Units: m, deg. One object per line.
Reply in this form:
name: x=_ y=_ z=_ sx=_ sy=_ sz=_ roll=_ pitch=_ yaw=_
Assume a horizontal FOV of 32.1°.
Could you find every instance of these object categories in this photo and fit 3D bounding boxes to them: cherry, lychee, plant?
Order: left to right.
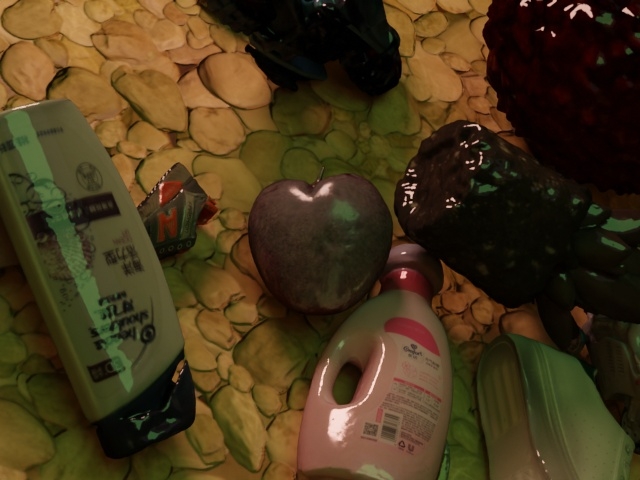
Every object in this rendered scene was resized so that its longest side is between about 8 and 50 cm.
cherry: x=0.004 y=0.002 z=1.284 sx=0.176 sy=0.140 sz=0.176 roll=-2 pitch=79 yaw=8
plant: x=0.254 y=-0.012 z=1.320 sx=0.320 sy=0.194 sz=0.181 roll=30 pitch=12 yaw=-27
lychee: x=0.421 y=-0.296 z=1.549 sx=0.500 sy=0.424 sz=0.425 roll=52 pitch=47 yaw=-14

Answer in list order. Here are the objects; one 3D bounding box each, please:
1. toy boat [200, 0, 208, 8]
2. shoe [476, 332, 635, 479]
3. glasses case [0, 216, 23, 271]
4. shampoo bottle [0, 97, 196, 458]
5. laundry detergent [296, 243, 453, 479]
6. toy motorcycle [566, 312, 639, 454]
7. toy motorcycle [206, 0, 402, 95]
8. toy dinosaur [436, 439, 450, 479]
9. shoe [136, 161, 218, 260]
toy boat: x=-0.137 y=-0.446 z=1.571 sx=0.108 sy=0.099 sz=0.293 roll=-7 pitch=58 yaw=-1
shoe: x=0.286 y=0.275 z=1.252 sx=0.160 sy=0.132 sz=0.363 roll=12 pitch=47 yaw=-22
glasses case: x=-0.343 y=0.005 z=1.169 sx=0.193 sy=0.070 sz=0.103 roll=-13 pitch=92 yaw=-36
shampoo bottle: x=-0.226 y=0.034 z=1.130 sx=0.134 sy=0.078 sz=0.360 roll=-21 pitch=85 yaw=-36
laundry detergent: x=0.075 y=0.146 z=1.258 sx=0.159 sy=0.088 sz=0.335 roll=18 pitch=49 yaw=-1
toy motorcycle: x=0.403 y=0.126 z=1.387 sx=0.110 sy=0.171 sz=0.260 roll=7 pitch=57 yaw=-25
toy motorcycle: x=-0.029 y=-0.332 z=1.449 sx=0.416 sy=0.172 sz=0.232 roll=12 pitch=62 yaw=-52
toy dinosaur: x=0.112 y=0.322 z=1.187 sx=0.142 sy=0.057 sz=0.212 roll=-16 pitch=52 yaw=-14
shoe: x=-0.181 y=-0.007 z=1.249 sx=0.077 sy=0.074 sz=0.194 roll=38 pitch=46 yaw=-5
